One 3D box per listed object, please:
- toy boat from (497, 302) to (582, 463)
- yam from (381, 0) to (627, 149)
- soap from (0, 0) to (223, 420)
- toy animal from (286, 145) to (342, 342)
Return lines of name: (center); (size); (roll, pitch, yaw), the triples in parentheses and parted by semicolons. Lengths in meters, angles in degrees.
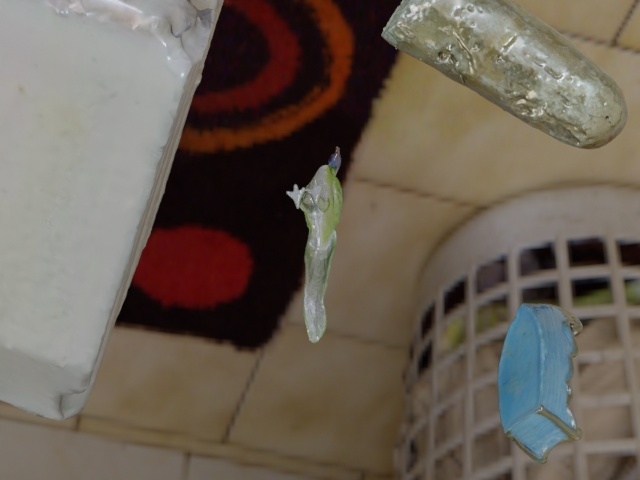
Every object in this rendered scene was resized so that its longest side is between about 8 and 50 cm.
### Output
toy boat: (0.221, 0.129, 1.532); (0.077, 0.185, 0.075); (31, 128, -21)
yam: (0.226, -0.221, 1.940); (0.330, 0.133, 0.133); (36, 137, 13)
soap: (-0.199, -0.100, 1.145); (0.213, 0.350, 0.435); (17, 131, -6)
toy animal: (-0.005, -0.011, 1.551); (0.041, 0.217, 0.075); (-7, 143, 18)
